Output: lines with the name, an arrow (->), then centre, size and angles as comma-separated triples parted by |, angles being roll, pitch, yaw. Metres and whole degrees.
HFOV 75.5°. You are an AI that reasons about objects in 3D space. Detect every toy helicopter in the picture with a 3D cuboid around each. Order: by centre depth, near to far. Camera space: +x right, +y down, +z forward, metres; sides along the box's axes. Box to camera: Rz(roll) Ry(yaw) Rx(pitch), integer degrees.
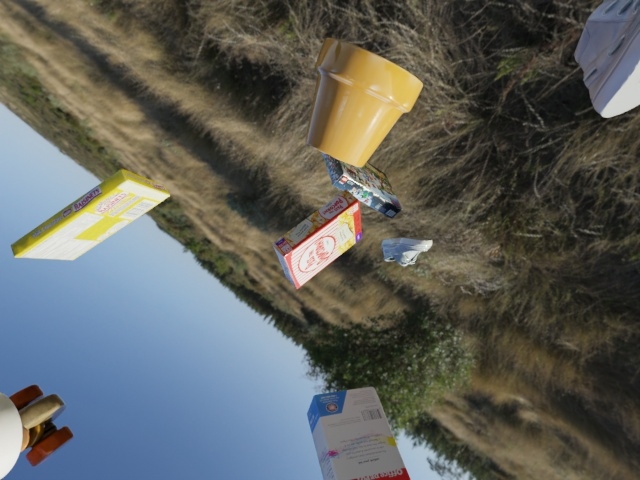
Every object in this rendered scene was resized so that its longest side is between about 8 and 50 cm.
toy helicopter -> -0.623, 0.397, 0.708 | 0.140, 0.355, 0.235 | 52, 143, 4

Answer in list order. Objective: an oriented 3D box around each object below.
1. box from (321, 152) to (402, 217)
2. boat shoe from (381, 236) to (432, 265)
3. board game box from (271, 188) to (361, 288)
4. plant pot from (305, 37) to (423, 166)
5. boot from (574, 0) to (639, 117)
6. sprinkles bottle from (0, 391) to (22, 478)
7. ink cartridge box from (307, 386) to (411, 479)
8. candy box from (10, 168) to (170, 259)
box -> 0.111, -0.168, 1.126 | 0.233, 0.044, 0.159 | 24, -144, -37
boat shoe -> 0.245, 0.032, 1.177 | 0.079, 0.081, 0.227 | 0, 178, -18
board game box -> 0.000, 0.000, 0.876 | 0.045, 0.193, 0.147 | 45, 164, 28
plant pot -> 0.064, -0.255, 0.806 | 0.205, 0.188, 0.205 | 23, -163, -7
boot -> 0.379, -0.266, 0.487 | 0.258, 0.095, 0.123 | 67, -174, -72
sprinkles bottle -> -0.482, 0.238, 0.378 | 0.121, 0.121, 0.355 | 38, -175, 16
ink cartridge box -> 0.070, 0.399, 0.759 | 0.231, 0.134, 0.078 | -111, 28, -45
candy box -> -0.340, -0.032, 0.621 | 0.027, 0.205, 0.105 | 61, -172, 13
